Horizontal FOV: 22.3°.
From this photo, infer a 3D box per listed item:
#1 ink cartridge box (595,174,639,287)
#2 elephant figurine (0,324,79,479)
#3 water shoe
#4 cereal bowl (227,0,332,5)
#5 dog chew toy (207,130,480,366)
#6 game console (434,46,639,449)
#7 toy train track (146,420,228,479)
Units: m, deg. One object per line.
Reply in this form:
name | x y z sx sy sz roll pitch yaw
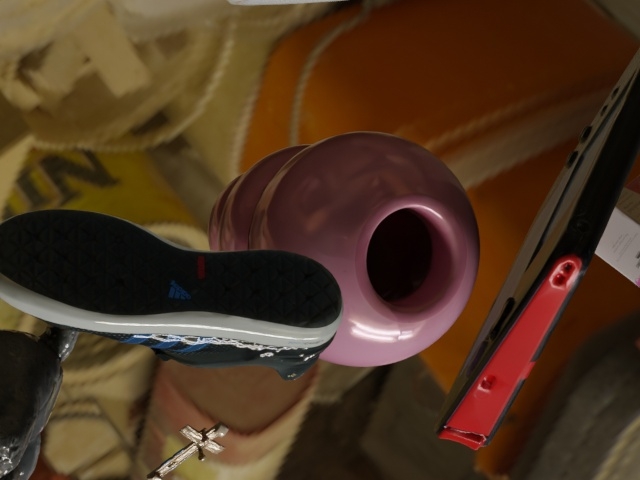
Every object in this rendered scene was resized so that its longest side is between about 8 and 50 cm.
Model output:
ink cartridge box | 0.401 0.021 1.802 0.115 0.198 0.067 -32 157 -55
elephant figurine | -0.340 0.125 1.282 0.186 0.239 0.169 -69 178 -60
water shoe | -0.091 0.041 0.903 0.203 0.073 0.080 11 140 -8
cereal bowl | 0.025 -0.198 0.835 0.339 0.339 0.141 -11 98 -45
dog chew toy | 0.000 0.000 1.489 0.206 0.332 0.207 -3 97 -27
game console | 0.229 -0.014 1.520 0.386 0.060 0.342 -59 172 -39
toy train track | -0.109 0.177 1.331 0.083 0.014 0.048 -37 132 18
